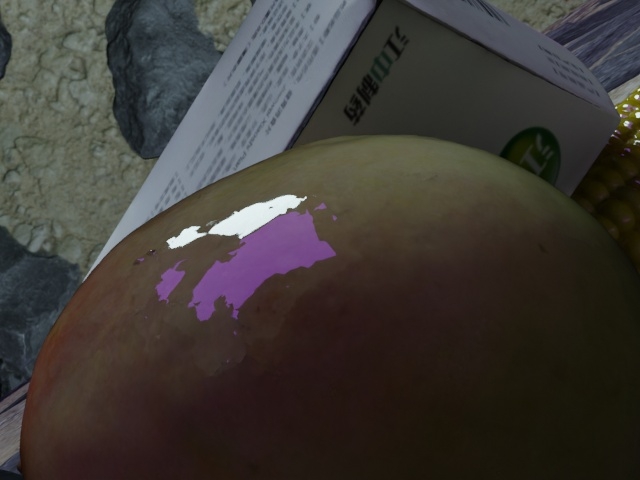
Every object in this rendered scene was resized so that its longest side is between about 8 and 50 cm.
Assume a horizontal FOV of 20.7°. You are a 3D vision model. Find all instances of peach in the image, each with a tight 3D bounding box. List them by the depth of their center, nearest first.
[{"bbox_3d":[0.008,0.073,0.802,0.292,0.248,0.292,4,7,0],"label":"peach"}]

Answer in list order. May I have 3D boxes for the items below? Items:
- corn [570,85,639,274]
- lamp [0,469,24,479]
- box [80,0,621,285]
[{"bbox_3d":[0.231,-0.046,1.077,0.347,0.130,0.130,-40,9,-24],"label":"corn"},{"bbox_3d":[-0.117,0.191,0.763,0.130,0.109,0.371,-16,15,-19],"label":"lamp"},{"bbox_3d":[-0.002,0.002,1.012,0.333,0.173,0.145,-57,28,16],"label":"box"}]
